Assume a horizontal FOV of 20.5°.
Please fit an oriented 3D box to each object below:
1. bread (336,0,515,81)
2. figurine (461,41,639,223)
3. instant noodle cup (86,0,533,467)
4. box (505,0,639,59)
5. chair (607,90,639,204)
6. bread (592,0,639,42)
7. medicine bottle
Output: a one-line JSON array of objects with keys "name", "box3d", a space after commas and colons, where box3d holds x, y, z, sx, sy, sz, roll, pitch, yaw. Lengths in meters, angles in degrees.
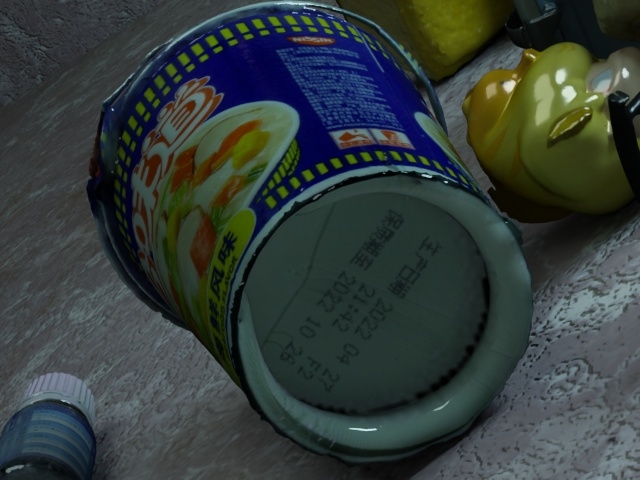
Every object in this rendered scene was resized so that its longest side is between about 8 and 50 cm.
[{"name": "bread", "box3d": [0.134, -0.376, 1.785, 0.323, 0.333, 0.143, -40, 36, -19]}, {"name": "figurine", "box3d": [0.215, -0.095, 1.234, 0.246, 0.131, 0.156, -23, 11, 28]}, {"name": "instant noodle cup", "box3d": [0.000, 0.000, 1.213, 0.284, 0.284, 0.312, -37, 24, 0]}, {"name": "box", "box3d": [0.214, -0.197, 1.459, 0.130, 0.162, 0.227, -22, 19, 12]}, {"name": "chair", "box3d": [0.305, -0.098, 1.010, 0.260, 0.154, 0.141, -43, 17, -25]}, {"name": "bread", "box3d": [0.246, -0.222, 1.253, 0.134, 0.141, 0.148, -14, -11, 11]}, {"name": "medicine bottle", "box3d": [-0.228, 0.177, 1.467, 0.083, 0.083, 0.203, -34, 18, 9]}]
